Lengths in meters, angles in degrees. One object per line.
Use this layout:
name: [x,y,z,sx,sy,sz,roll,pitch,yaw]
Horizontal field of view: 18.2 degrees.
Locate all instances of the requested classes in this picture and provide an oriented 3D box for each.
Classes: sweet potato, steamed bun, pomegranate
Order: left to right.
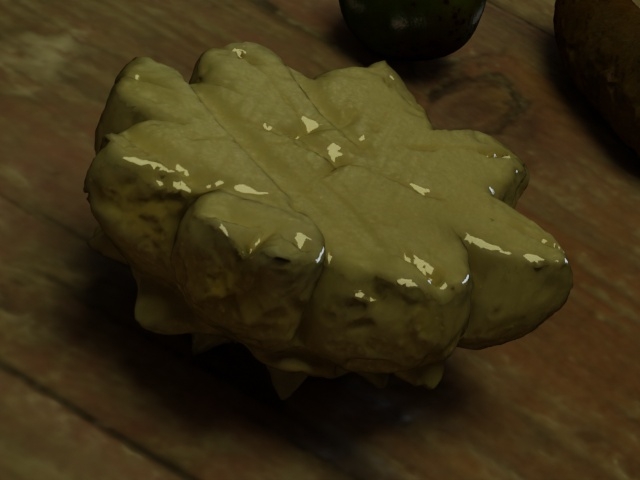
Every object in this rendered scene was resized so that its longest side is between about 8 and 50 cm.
steamed bun: [0.000,0.000,1.188,0.292,0.137,0.295,17,27,-3]
pomegranate: [0.069,-0.203,1.511,0.115,0.142,0.114,-6,37,5]
sweet potato: [0.267,-0.111,1.517,0.114,0.092,0.341,-28,47,-16]
